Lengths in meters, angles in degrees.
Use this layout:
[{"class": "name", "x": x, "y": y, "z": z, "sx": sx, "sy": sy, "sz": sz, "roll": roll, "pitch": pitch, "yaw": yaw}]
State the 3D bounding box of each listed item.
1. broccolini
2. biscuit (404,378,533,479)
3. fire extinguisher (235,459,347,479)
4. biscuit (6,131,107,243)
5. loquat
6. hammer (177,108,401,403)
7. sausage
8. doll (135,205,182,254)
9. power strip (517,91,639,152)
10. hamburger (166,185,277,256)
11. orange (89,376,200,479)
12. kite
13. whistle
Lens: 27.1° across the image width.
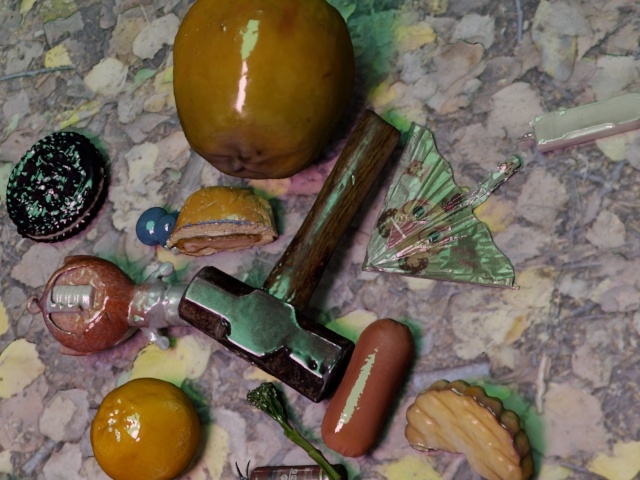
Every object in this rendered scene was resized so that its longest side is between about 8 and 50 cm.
[{"class": "broccolini", "x": -0.037, "y": 0.259, "z": 1.770, "sx": 0.044, "sy": 0.042, "sz": 0.218, "roll": -44, "pitch": 41, "yaw": 1}, {"class": "biscuit", "x": 0.194, "y": 0.231, "z": 1.670, "sx": 0.183, "sy": 0.061, "sz": 0.118, "roll": 23, "pitch": 121, "yaw": 34}, {"class": "fire extinguisher", "x": -0.041, "y": 0.322, "z": 1.769, "sx": 0.158, "sy": 0.043, "sz": 0.064, "roll": -7, "pitch": 86, "yaw": 26}, {"class": "biscuit", "x": -0.429, "y": -0.086, "z": 2.159, "sx": 0.195, "sy": 0.053, "sz": 0.194, "roll": -12, "pitch": 62, "yaw": 24}, {"class": "loquat", "x": -0.077, "y": -0.235, "z": 1.908, "sx": 0.276, "sy": 0.276, "sz": 0.283, "roll": 0, "pitch": 70, "yaw": 28}, {"class": "hammer", "x": 0.000, "y": 0.000, "z": 1.855, "sx": 0.242, "sy": 0.095, "sz": 0.408, "roll": 26, "pitch": 73, "yaw": 14}, {"class": "sausage", "x": 0.063, "y": 0.193, "z": 1.755, "sx": 0.077, "sy": 0.077, "sz": 0.194, "roll": 15, "pitch": 74, "yaw": 32}, {"class": "doll", "x": -0.242, "y": -0.024, "z": 2.035, "sx": 0.083, "sy": 0.050, "sz": 0.076, "roll": 8, "pitch": 67, "yaw": 32}, {"class": "power strip", "x": 0.355, "y": -0.157, "z": 1.787, "sx": 0.191, "sy": 0.030, "sz": 0.047, "roll": -13, "pitch": 63, "yaw": 22}, {"class": "hamburger", "x": -0.149, "y": -0.043, "z": 1.969, "sx": 0.176, "sy": 0.087, "sz": 0.102, "roll": -11, "pitch": 64, "yaw": 26}, {"class": "orange", "x": -0.248, "y": 0.264, "z": 1.849, "sx": 0.159, "sy": 0.136, "sz": 0.159, "roll": -13, "pitch": 62, "yaw": 26}, {"class": "kite", "x": 0.164, "y": -0.035, "z": 1.845, "sx": 0.268, "sy": 0.013, "sz": 0.323, "roll": -33, "pitch": 57, "yaw": 12}, {"class": "whistle", "x": -0.281, "y": 0.096, "z": 1.957, "sx": 0.346, "sy": 0.133, "sz": 0.142, "roll": -1, "pitch": 58, "yaw": 19}]
